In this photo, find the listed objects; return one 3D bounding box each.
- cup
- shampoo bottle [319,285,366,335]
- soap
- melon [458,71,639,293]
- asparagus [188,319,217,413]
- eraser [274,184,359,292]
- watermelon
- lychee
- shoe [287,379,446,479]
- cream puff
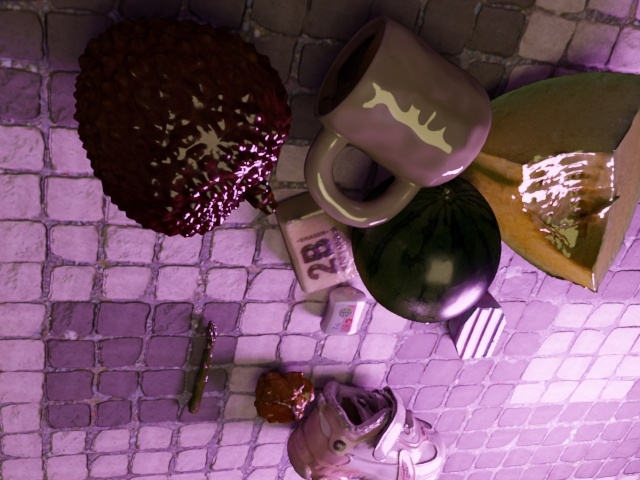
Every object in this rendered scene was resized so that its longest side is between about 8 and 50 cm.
[{"bbox_3d":[0.103,-0.148,1.029,0.202,0.255,0.173,31,158,-22],"label":"cup"},{"bbox_3d":[0.044,0.125,1.383,0.072,0.043,0.099,2,128,-19],"label":"shampoo bottle"},{"bbox_3d":[0.305,0.166,1.492,0.100,0.056,0.149,-3,130,-18],"label":"soap"},{"bbox_3d":[0.388,-0.074,1.218,0.331,0.226,0.343,-20,143,2],"label":"melon"},{"bbox_3d":[-0.217,0.238,1.410,0.024,0.025,0.248,12,126,-8],"label":"asparagus"},{"bbox_3d":[0.000,0.000,1.255,0.117,0.058,0.172,-18,132,-3],"label":"eraser"},{"bbox_3d":[0.165,0.007,1.189,0.242,0.242,0.242,-9,131,-10],"label":"watermelon"},{"bbox_3d":[-0.164,-0.143,0.946,0.304,0.276,0.276,41,110,-12],"label":"lychee"},{"bbox_3d":[0.120,0.401,1.556,0.351,0.172,0.198,6,124,-24],"label":"shoe"},{"bbox_3d":[-0.072,0.297,1.466,0.122,0.094,0.116,-17,133,29],"label":"cream puff"}]
